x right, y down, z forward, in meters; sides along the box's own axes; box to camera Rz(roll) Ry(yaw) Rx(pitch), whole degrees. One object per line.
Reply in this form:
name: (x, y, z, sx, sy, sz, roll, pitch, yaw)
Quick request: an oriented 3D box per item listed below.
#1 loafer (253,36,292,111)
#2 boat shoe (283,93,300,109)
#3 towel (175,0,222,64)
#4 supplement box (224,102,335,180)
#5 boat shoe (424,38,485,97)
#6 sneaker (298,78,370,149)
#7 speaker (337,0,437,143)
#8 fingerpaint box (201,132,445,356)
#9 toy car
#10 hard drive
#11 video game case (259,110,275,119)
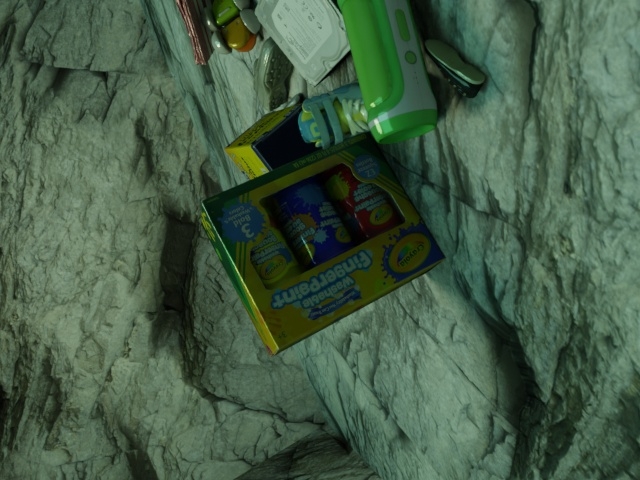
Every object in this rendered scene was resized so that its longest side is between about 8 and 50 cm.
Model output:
loafer: (-0.152, -0.491, 1.674, 0.111, 0.112, 0.319, 52, 162, 9)
boat shoe: (-0.080, -0.396, 1.725, 0.040, 0.049, 0.142, 35, 167, -13)
towel: (-0.367, -0.721, 1.804, 0.329, 0.037, 0.237, -82, -16, -50)
supplement box: (-0.116, -0.255, 1.693, 0.195, 0.194, 0.356, 52, 167, -19)
boat shoe: (0.217, -0.289, 0.966, 0.133, 0.048, 0.042, 51, 151, 25)
sneaker: (0.076, -0.249, 1.175, 0.319, 0.208, 0.127, 23, 136, 63)
speaker: (0.115, -0.326, 1.005, 0.131, 0.131, 0.297, 158, 99, -73)
fingerpaint box: (0.000, 0.000, 1.358, 0.371, 0.444, 0.163, 61, 162, 11)
toy car: (-0.254, -0.650, 1.737, 0.182, 0.159, 0.136, 64, -159, 8)
hard drive: (-0.024, -0.490, 1.276, 0.237, 0.064, 0.339, 51, 166, -10)
video game case: (-0.138, -0.279, 2.033, 0.270, 0.061, 0.244, 61, 164, 8)
